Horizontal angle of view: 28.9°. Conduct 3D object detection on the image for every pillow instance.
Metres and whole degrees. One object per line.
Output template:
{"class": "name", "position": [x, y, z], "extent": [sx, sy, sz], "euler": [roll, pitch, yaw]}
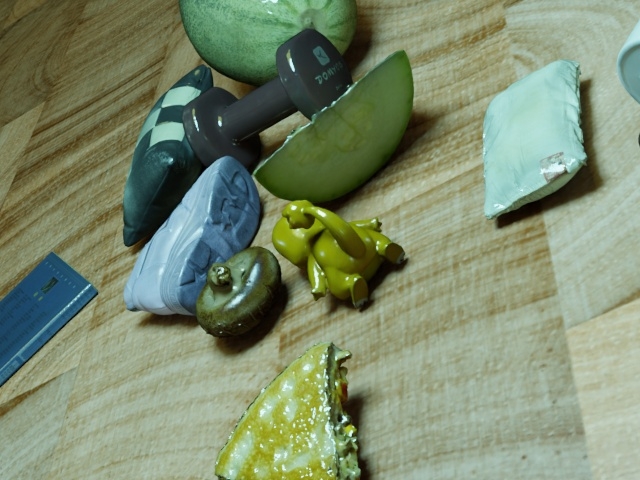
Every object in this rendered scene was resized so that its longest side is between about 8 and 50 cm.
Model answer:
{"class": "pillow", "position": [-0.221, -0.125, 1.820], "extent": [0.186, 0.106, 0.250], "euler": [-56, 15, 40]}
{"class": "pillow", "position": [0.235, -0.116, 1.374], "extent": [0.128, 0.051, 0.229], "euler": [-31, 28, 28]}

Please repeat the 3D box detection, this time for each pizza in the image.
{"class": "pizza", "position": [-0.008, 0.205, 1.189], "extent": [0.188, 0.062, 0.199], "euler": [-49, 35, 6]}

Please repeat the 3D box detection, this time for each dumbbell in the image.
{"class": "dumbbell", "position": [-0.072, -0.186, 1.707], "extent": [0.225, 0.124, 0.140], "euler": [-26, 12, 32]}

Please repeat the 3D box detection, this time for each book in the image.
{"class": "book", "position": [-0.456, 0.137, 1.819], "extent": [0.269, 0.025, 0.191], "euler": [-45, 31, -11]}

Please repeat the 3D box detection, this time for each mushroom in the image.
{"class": "mushroom", "position": [-0.096, 0.061, 1.463], "extent": [0.126, 0.085, 0.109], "euler": [-53, -3, -20]}

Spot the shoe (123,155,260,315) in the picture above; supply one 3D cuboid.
{"class": "shoe", "position": [-0.171, -0.002, 1.623], "extent": [0.137, 0.095, 0.245], "euler": [-10, 46, 37]}

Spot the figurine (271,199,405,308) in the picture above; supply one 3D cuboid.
{"class": "figurine", "position": [-0.003, -0.003, 1.406], "extent": [0.121, 0.122, 0.176], "euler": [-51, 32, -16]}

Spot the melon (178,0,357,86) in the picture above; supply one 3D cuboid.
{"class": "melon", "position": [-0.078, -0.348, 1.853], "extent": [0.248, 0.248, 0.329], "euler": [-43, 31, -8]}

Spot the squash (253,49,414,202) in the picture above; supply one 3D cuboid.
{"class": "squash", "position": [0.005, -0.140, 1.565], "extent": [0.237, 0.204, 0.155], "euler": [-38, 50, -6]}

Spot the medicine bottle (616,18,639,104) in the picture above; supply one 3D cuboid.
{"class": "medicine bottle", "position": [0.405, -0.241, 1.274], "extent": [0.139, 0.139, 0.237], "euler": [4, 50, 51]}

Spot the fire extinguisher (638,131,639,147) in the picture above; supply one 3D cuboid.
{"class": "fire extinguisher", "position": [0.347, -0.063, 1.181], "extent": [0.064, 0.043, 0.158], "euler": [5, 32, -10]}
